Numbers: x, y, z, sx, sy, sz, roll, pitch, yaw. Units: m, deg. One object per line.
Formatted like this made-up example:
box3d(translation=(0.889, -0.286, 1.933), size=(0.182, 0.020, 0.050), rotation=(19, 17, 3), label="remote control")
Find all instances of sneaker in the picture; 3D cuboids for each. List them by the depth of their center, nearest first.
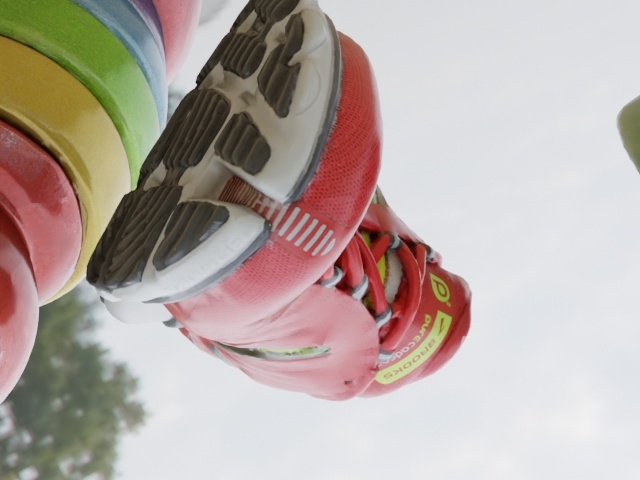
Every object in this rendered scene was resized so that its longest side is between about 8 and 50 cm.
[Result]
box3d(translation=(0.000, 0.000, 0.508), size=(0.107, 0.118, 0.279), rotation=(-60, -178, -7), label="sneaker")

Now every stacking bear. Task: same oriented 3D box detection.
box3d(translation=(-0.154, -0.037, 0.678), size=(0.175, 0.164, 0.289), rotation=(-8, -142, 17), label="stacking bear")

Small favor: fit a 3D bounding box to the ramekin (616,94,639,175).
box3d(translation=(0.252, 0.025, 0.517), size=(0.148, 0.303, 0.303), rotation=(-41, -173, 15), label="ramekin")
